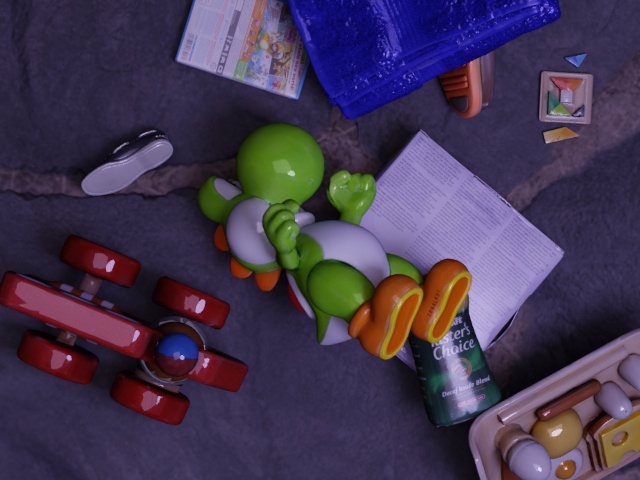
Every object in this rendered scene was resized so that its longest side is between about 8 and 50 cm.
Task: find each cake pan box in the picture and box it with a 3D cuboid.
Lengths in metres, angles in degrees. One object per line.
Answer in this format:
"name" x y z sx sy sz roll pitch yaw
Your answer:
"cake pan box" 0.144 0.031 1.769 0.267 0.070 0.245 39 88 -5

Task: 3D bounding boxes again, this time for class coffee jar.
"coffee jar" 0.154 0.131 1.698 0.096 0.079 0.184 -20 94 -7

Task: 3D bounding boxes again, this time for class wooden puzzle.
"wooden puzzle" 0.326 -0.188 1.816 0.079 0.014 0.116 -4 90 -7

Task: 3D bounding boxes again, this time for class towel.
"towel" 0.110 -0.304 1.652 0.308 0.076 0.227 -24 93 21

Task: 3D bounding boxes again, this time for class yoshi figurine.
"yoshi figurine" 0.003 -0.023 1.637 0.362 0.203 0.203 32 69 32

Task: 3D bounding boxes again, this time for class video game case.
"video game case" -0.091 -0.262 1.768 0.166 0.015 0.119 17 87 -6

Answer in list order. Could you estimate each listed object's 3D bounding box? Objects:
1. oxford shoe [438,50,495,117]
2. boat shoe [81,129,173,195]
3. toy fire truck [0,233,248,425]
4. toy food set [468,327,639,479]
"oxford shoe" 0.216 -0.339 1.751 0.133 0.130 0.363 -2 96 -19
"boat shoe" -0.248 -0.101 1.738 0.125 0.038 0.046 -31 135 0
"toy fire truck" -0.231 0.113 1.630 0.302 0.254 0.169 24 87 -6
"toy food set" 0.336 0.263 1.716 0.306 0.092 0.219 -27 129 -9
